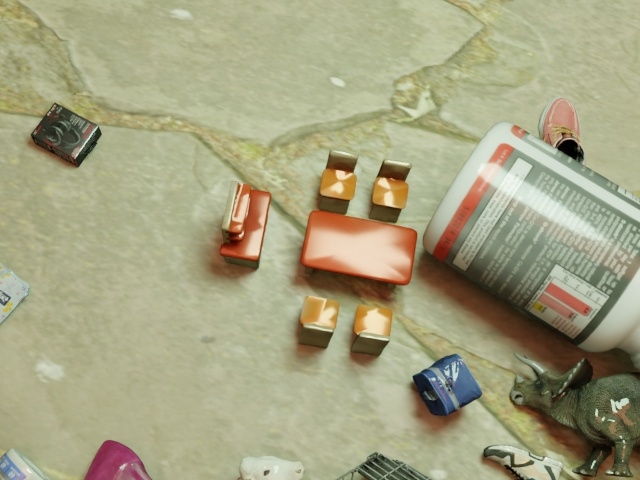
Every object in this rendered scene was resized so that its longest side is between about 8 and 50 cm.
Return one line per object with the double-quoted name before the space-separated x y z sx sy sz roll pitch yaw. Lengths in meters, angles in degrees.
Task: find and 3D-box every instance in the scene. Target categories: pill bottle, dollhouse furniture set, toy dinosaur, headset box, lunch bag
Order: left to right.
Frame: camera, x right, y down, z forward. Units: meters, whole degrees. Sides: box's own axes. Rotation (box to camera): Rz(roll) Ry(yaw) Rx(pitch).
"lunch bag" -0.439 0.064 1.144 0.083 0.053 0.071 40 74 -1
"pill bottle" -0.400 0.328 1.046 0.078 0.078 0.137 41 72 8
"headset box" -0.360 -0.150 1.232 0.083 0.032 0.062 29 71 6
"dollhouse furniture set" 0.000 0.000 1.161 0.259 0.135 0.261 10 71 -2
"lunch bag" 0.163 0.194 1.131 0.065 0.098 0.067 -29 82 -11
"pill bottle" 0.337 0.017 1.136 0.363 0.210 0.210 33 72 10
"toy dinosaur" 0.415 0.234 1.129 0.314 0.121 0.160 6 74 -2

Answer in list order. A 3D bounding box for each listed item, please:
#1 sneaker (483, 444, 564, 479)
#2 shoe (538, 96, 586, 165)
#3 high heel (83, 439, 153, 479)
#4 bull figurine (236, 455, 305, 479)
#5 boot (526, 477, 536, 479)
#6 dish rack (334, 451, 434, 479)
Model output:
"sneaker" 0.267 0.300 1.136 0.109 0.040 0.043 17 73 1
"shoe" 0.361 -0.145 1.270 0.064 0.081 0.177 12 71 -1
"high heel" -0.302 0.367 1.058 0.117 0.082 0.244 32 84 38
"bull figurine" -0.105 0.411 1.033 0.188 0.101 0.310 44 73 7
"boot" 0.234 0.437 1.070 0.179 0.085 0.236 -18 76 -5
"dish rack" 0.072 0.349 0.988 0.208 0.272 0.074 30 114 28
